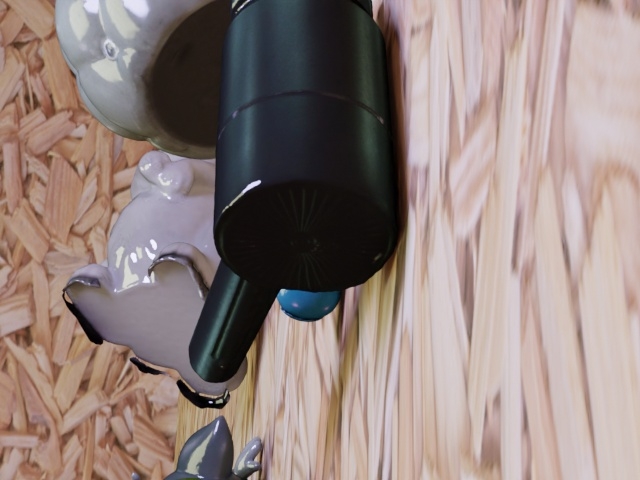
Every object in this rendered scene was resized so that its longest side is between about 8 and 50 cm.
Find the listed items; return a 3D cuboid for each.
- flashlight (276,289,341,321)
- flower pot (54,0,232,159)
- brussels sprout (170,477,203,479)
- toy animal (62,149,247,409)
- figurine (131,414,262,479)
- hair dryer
[{"bbox_3d":[0.000,0.000,1.237,0.051,0.051,0.129,-99,20,-62],"label":"flashlight"},{"bbox_3d":[-0.117,-0.197,1.503,0.195,0.246,0.246,52,142,44],"label":"flower pot"},{"bbox_3d":[-0.111,0.286,1.256,0.244,0.244,0.244,-175,90,-83],"label":"brussels sprout"},{"bbox_3d":[-0.139,-0.012,1.924,0.357,0.194,0.258,-69,-32,-50],"label":"toy animal"},{"bbox_3d":[-0.130,0.279,1.728,0.265,0.140,0.193,-3,63,60],"label":"figurine"},{"bbox_3d":[-0.040,-0.036,1.171,0.302,0.116,0.244,118,159,-46],"label":"hair dryer"}]
